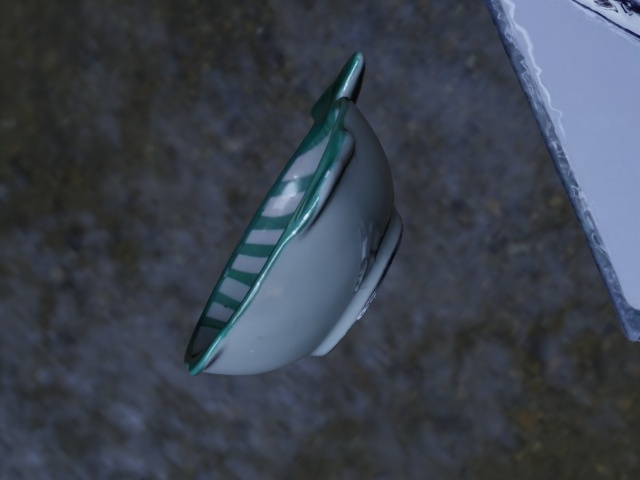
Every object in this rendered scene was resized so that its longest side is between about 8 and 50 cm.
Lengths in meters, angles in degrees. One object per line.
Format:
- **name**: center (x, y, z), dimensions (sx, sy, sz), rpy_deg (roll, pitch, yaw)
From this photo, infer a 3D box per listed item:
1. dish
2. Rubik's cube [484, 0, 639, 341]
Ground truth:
- **dish**: center (0.000, 0.000, 1.096), dimensions (0.078, 0.246, 0.224), rpy_deg (29, 148, -8)
- **Rubik's cube**: center (0.247, -0.117, 0.771), dimensions (0.259, 0.260, 0.255), rpy_deg (-5, 120, 43)
